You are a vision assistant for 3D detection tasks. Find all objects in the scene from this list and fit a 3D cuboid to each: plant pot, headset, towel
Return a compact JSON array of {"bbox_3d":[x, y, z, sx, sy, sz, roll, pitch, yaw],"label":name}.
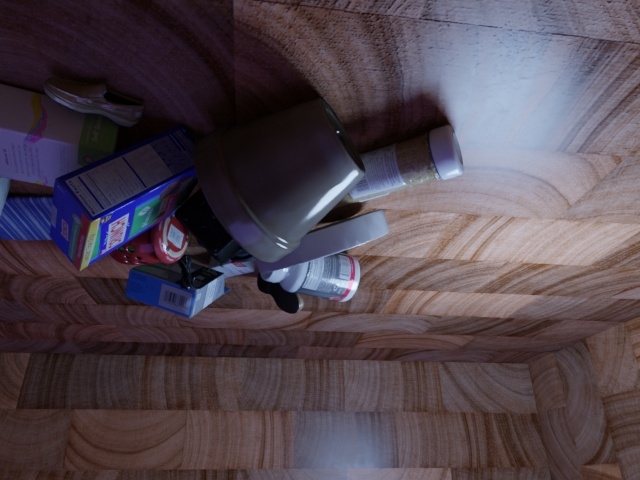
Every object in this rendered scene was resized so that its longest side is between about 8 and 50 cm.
[{"bbox_3d":[-0.481,-0.025,1.365,0.174,0.191,0.191,1,154,14],"label":"plant pot"},{"bbox_3d":[-0.281,0.001,1.448,0.394,0.185,0.243,-27,144,23],"label":"headset"},{"bbox_3d":[-0.067,-0.158,1.059,0.280,0.323,0.323,-30,145,16],"label":"plant pot"},{"bbox_3d":[-0.245,-0.057,1.185,0.187,0.188,0.167,-42,-172,2],"label":"plant pot"},{"bbox_3d":[-0.856,-0.071,1.470,0.335,0.040,0.243,0,152,-5],"label":"towel"}]

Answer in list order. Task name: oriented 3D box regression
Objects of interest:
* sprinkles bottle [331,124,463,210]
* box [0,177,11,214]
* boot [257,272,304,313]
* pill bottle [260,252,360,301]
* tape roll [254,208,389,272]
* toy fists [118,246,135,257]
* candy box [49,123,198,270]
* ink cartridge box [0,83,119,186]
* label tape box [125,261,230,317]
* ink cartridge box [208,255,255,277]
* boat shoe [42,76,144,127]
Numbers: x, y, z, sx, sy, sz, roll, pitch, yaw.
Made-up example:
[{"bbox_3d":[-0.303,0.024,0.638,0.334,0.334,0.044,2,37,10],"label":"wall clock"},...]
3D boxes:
[{"bbox_3d":[0.161,-0.173,1.183,0.355,0.121,0.121,-14,150,25],"label":"sprinkles bottle"},{"bbox_3d":[-0.869,-0.064,1.127,0.168,0.345,0.215,13,150,-25],"label":"box"},{"bbox_3d":[-0.124,0.184,1.801,0.115,0.112,0.305,4,-166,-32],"label":"boot"},{"bbox_3d":[-0.037,0.102,1.663,0.318,0.176,0.176,15,149,-27],"label":"pill bottle"},{"bbox_3d":[0.000,0.000,1.363,0.392,0.072,0.392,-18,-177,1],"label":"tape roll"},{"bbox_3d":[-0.617,-0.014,1.517,0.142,0.096,0.279,-11,151,3],"label":"toy fists"},{"bbox_3d":[-0.442,-0.100,1.114,0.122,0.317,0.268,51,142,0],"label":"candy box"},{"bbox_3d":[-0.645,-0.225,1.063,0.353,0.119,0.207,11,152,-23],"label":"ink cartridge box"},{"bbox_3d":[-0.475,0.137,1.681,0.240,0.106,0.333,17,-166,8],"label":"label tape box"},{"bbox_3d":[-0.322,0.084,1.753,0.135,0.056,0.099,-13,150,25],"label":"ink cartridge box"},{"bbox_3d":[-0.462,-0.300,0.994,0.190,0.068,0.072,11,140,-42],"label":"boat shoe"}]
